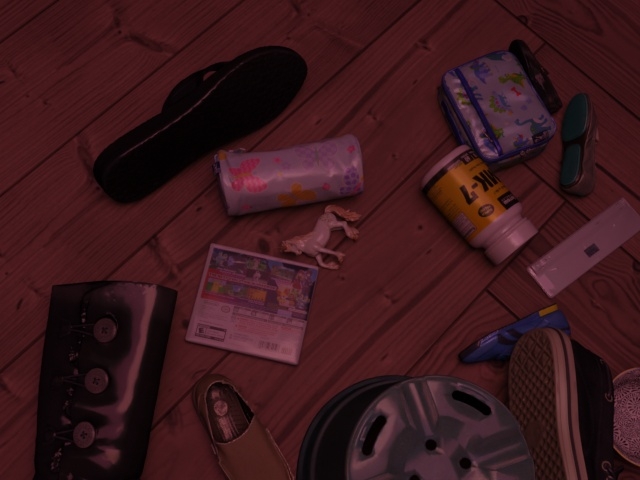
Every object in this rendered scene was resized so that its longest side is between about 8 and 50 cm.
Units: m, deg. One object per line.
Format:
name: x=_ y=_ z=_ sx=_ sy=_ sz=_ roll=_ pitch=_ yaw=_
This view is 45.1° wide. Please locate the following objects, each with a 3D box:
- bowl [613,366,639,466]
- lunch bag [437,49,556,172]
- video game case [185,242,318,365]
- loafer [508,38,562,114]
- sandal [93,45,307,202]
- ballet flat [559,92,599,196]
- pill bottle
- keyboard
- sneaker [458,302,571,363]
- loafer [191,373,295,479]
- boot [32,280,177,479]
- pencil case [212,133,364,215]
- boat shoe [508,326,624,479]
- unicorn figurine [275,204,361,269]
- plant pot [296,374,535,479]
bowl: x=0.550 y=0.308 z=1.330 sx=0.170 sy=0.080 sz=0.170 roll=1 pitch=72 yaw=-4
lunch bag: x=0.334 y=-0.247 z=1.492 sx=0.176 sy=0.090 sz=0.219 roll=-20 pitch=73 yaw=-8
video game case: x=-0.119 y=0.112 z=1.367 sx=0.201 sy=0.023 sz=0.183 roll=13 pitch=71 yaw=0
loafer: x=0.428 y=-0.326 z=1.545 sx=0.061 sy=0.062 sz=0.170 roll=-16 pitch=83 yaw=-19
sandal: x=-0.224 y=-0.240 z=1.408 sx=0.446 sy=0.167 sz=0.107 roll=-34 pitch=60 yaw=-15
ballet flat: x=0.510 y=-0.184 z=1.506 sx=0.068 sy=0.072 sz=0.213 roll=22 pitch=69 yaw=-27
pill bottle: x=0.290 y=-0.063 z=1.410 sx=0.119 sy=0.119 sz=0.208 roll=-37 pitch=79 yaw=-15
keyboard: x=0.507 y=0.012 z=1.462 sx=0.256 sy=0.014 sz=0.072 roll=-34 pitch=83 yaw=-14
sneaker: x=0.348 y=0.184 z=1.360 sx=0.209 sy=0.069 sz=0.082 roll=-21 pitch=79 yaw=-12
loafer: x=-0.128 y=0.335 z=1.254 sx=0.102 sy=0.092 sz=0.268 roll=-33 pitch=77 yaw=-14
boot: x=-0.278 y=0.287 z=1.222 sx=0.367 sy=0.146 sz=0.445 roll=4 pitch=68 yaw=4
pencil case: x=-0.056 y=-0.121 z=1.402 sx=0.273 sy=0.113 sz=0.124 roll=-8 pitch=53 yaw=-7
boat shoe: x=0.391 y=0.384 z=1.208 sx=0.156 sy=0.187 sz=0.500 roll=17 pitch=62 yaw=-21
unicorn figurine: x=0.000 y=0.000 z=1.401 sx=0.111 sy=0.060 sz=0.162 roll=30 pitch=56 yaw=6
plant pot: x=0.143 y=0.350 z=1.148 sx=0.341 sy=0.334 sz=0.341 roll=1 pitch=73 yaw=-5
